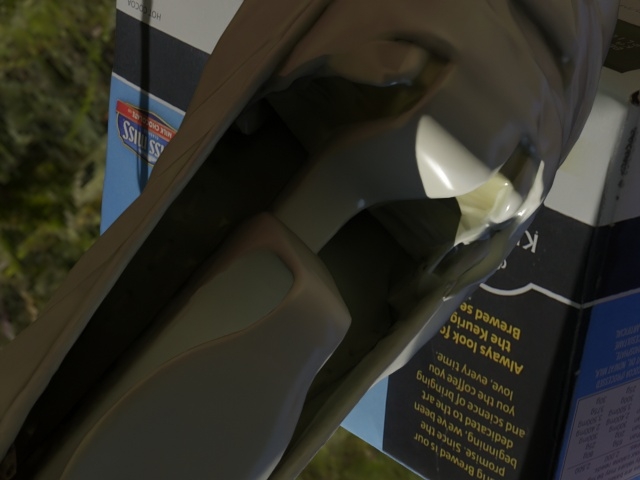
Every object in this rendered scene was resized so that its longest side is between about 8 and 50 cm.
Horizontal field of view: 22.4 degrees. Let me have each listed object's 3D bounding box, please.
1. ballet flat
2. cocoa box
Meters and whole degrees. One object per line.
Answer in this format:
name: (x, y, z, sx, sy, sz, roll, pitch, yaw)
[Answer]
ballet flat: (0.000, 0.000, 0.535, 0.400, 0.139, 0.139, -51, -153, -14)
cocoa box: (0.074, -0.039, 0.868, 0.231, 0.228, 0.347, -15, -148, -42)
